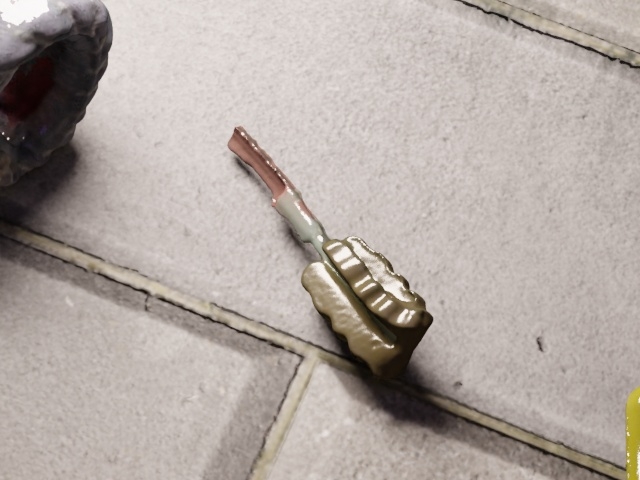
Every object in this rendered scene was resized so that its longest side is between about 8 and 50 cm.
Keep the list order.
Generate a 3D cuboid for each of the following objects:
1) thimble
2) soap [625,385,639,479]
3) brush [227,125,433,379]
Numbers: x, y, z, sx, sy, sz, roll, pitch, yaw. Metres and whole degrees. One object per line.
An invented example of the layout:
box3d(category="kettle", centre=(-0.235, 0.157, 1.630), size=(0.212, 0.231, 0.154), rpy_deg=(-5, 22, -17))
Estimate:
box3d(category="thimble", centre=(-0.310, -0.178, 1.711), size=(0.205, 0.236, 0.172), rpy_deg=(-41, 71, -16))
box3d(category="soap", centre=(0.321, 0.194, 1.673), size=(0.089, 0.045, 0.140), rpy_deg=(4, 63, 0))
box3d(category="brush", centre=(0.000, 0.000, 1.733), size=(0.071, 0.084, 0.301), rpy_deg=(-6, 48, -45))
